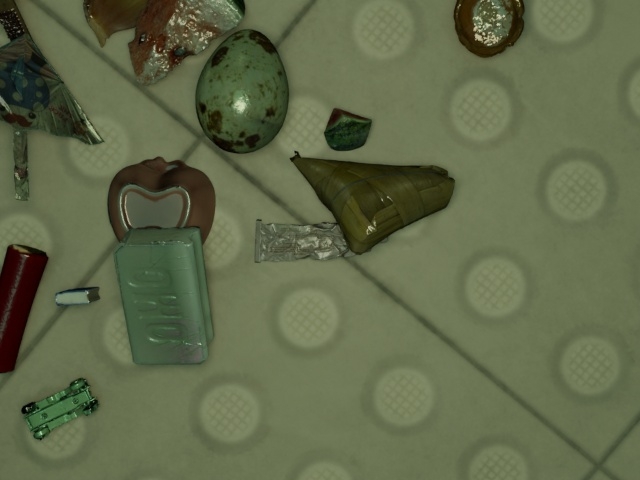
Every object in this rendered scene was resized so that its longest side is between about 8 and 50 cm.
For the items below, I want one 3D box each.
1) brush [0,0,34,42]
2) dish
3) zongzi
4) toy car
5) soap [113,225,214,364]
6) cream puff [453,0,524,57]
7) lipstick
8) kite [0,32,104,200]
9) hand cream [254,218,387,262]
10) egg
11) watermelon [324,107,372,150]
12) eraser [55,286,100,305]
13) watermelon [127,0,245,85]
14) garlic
[{"bbox_3d":[-0.571,-0.429,1.517,0.043,0.036,0.248,-14,129,-1],"label":"brush"},{"bbox_3d":[-0.304,-0.059,1.578,0.213,0.090,0.213,0,94,0],"label":"dish"},{"bbox_3d":[0.096,-0.115,1.589,0.228,0.115,0.256,-26,55,-21],"label":"zongzi"},{"bbox_3d":[-0.497,0.320,1.618,0.143,0.054,0.073,-27,91,0],"label":"toy car"},{"bbox_3d":[-0.282,0.100,1.540,0.150,0.094,0.262,-3,117,2],"label":"soap"},{"bbox_3d":[0.310,-0.409,1.554,0.126,0.103,0.144,2,93,13],"label":"cream puff"},{"bbox_3d":[-0.584,0.129,1.594,0.080,0.080,0.241,17,93,-1],"label":"lipstick"},{"bbox_3d":[-0.540,-0.225,1.511,0.335,0.011,0.314,8,75,-39],"label":"kite"},{"bbox_3d":[0.000,0.000,1.606,0.256,0.050,0.084,-1,96,3],"label":"hand cream"},{"bbox_3d":[-0.139,-0.271,1.530,0.169,0.169,0.231,8,82,-1],"label":"egg"},{"bbox_3d":[0.051,-0.207,1.595,0.084,0.072,0.092,26,132,-13],"label":"watermelon"},{"bbox_3d":[-0.456,0.104,1.589,0.063,0.085,0.027,-4,92,-1],"label":"eraser"},{"bbox_3d":[-0.264,-0.390,1.547,0.154,0.094,0.241,35,106,-28],"label":"watermelon"},{"bbox_3d":[-0.316,-0.483,1.557,0.266,0.148,0.129,-13,57,5],"label":"garlic"}]
